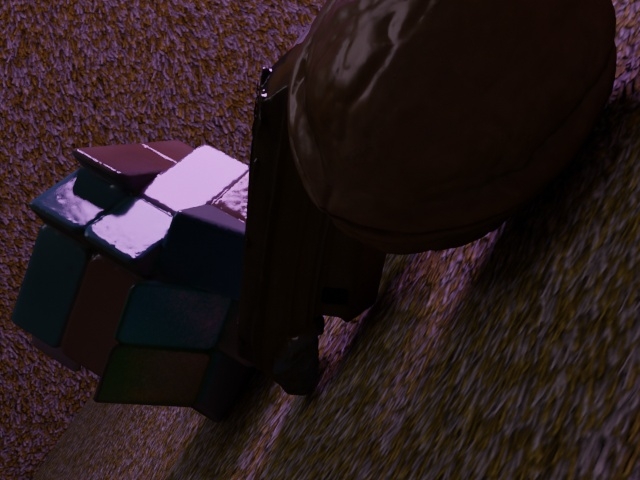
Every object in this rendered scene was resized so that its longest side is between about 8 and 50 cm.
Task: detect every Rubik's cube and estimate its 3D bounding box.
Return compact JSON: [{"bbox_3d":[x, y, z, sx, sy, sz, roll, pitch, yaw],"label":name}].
[{"bbox_3d":[-0.211,0.052,1.861,0.387,0.358,0.368,-58,-22,-13],"label":"Rubik's cube"}]

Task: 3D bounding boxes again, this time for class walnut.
[{"bbox_3d":[0.109,-0.133,1.193,0.313,0.252,0.277,-49,10,-13],"label":"walnut"}]

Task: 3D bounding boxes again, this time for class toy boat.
[{"bbox_3d":[0.000,-0.026,1.450,0.136,0.162,0.445,-90,6,-55],"label":"toy boat"}]

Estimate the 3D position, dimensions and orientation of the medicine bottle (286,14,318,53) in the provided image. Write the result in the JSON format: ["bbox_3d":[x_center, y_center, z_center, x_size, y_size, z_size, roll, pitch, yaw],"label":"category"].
[{"bbox_3d":[0.090,-0.276,1.961,0.211,0.211,0.371,-60,10,-28],"label":"medicine bottle"}]
